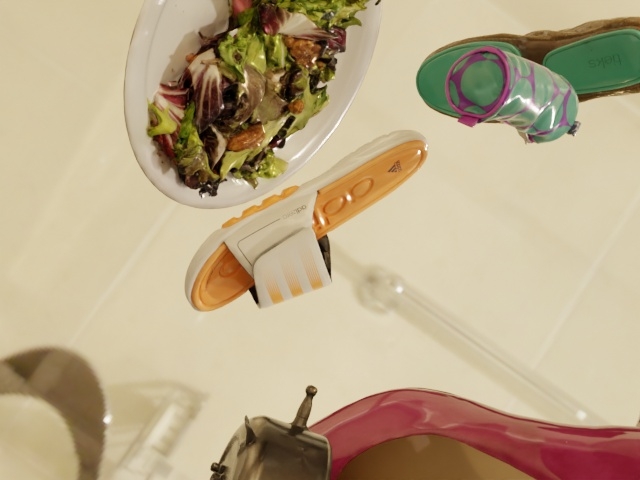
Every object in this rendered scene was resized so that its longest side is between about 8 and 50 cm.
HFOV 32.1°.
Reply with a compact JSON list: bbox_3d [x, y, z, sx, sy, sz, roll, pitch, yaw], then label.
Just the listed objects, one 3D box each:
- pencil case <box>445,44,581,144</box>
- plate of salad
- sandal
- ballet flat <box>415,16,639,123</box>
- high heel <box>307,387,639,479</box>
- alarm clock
[{"bbox_3d":[0.169,-0.123,0.965,0.152,0.064,0.070,7,105,-54],"label":"pencil case"},{"bbox_3d":[-0.025,-0.103,0.627,0.200,0.048,0.199,-34,141,-33],"label":"plate of salad"},{"bbox_3d":[-0.002,-0.005,1.005,0.265,0.076,0.102,-34,151,-2],"label":"sandal"},{"bbox_3d":[0.285,-0.217,1.381,0.342,0.116,0.124,-7,-169,42],"label":"ballet flat"},{"bbox_3d":[0.079,0.169,0.666,0.377,0.127,0.181,-19,-170,29],"label":"high heel"},{"bbox_3d":[-0.050,0.188,0.681,0.129,0.064,0.192,-85,-165,-64],"label":"alarm clock"}]
